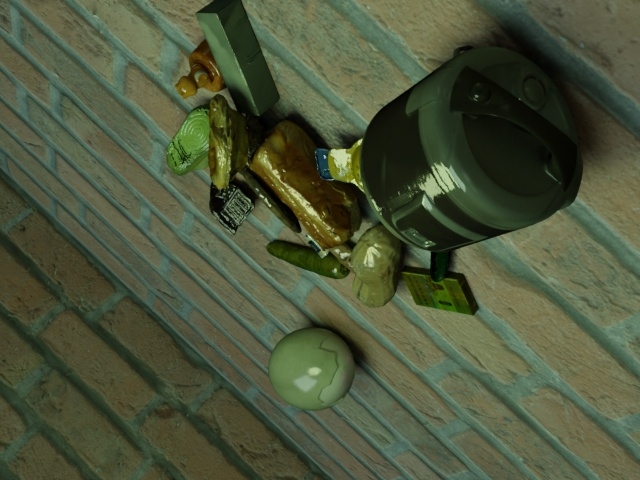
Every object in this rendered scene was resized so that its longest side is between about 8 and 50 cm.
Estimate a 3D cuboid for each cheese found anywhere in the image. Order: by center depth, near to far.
[{"bbox_3d":[0.108,-0.166,1.671,0.270,0.069,0.177,8,128,28],"label":"cheese"}]

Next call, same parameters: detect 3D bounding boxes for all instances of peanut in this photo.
[{"bbox_3d":[0.146,0.077,1.916,0.130,0.130,0.290,29,147,25],"label":"peanut"}]

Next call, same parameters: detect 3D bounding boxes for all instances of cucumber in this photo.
[{"bbox_3d":[0.287,0.001,1.719,0.056,0.056,0.284,29,144,25],"label":"cucumber"}]

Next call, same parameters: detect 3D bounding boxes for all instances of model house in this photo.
[{"bbox_3d":[-0.271,-0.122,2.214,0.165,0.106,0.152,44,153,-8],"label":"model house"}]

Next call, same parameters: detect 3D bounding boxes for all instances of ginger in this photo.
[{"bbox_3d":[0.044,0.006,2.016,0.288,0.075,0.089,49,173,-17],"label":"ginger"}]

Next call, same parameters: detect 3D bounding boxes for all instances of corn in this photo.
[{"bbox_3d":[-0.222,-0.261,1.997,0.086,0.086,0.288,46,153,-3],"label":"corn"}]

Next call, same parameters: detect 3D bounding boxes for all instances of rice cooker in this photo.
[{"bbox_3d":[0.266,-0.148,1.280,0.335,0.335,0.325,50,150,-10],"label":"rice cooker"}]

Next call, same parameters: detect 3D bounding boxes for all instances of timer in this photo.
[{"bbox_3d":[-0.304,-0.412,1.831,0.132,0.152,0.132,32,149,22],"label":"timer"}]

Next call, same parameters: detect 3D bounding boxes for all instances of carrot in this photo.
[{"bbox_3d":[-0.049,0.054,2.199,0.358,0.074,0.074,13,139,45],"label":"carrot"}]

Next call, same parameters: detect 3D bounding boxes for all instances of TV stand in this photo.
[{"bbox_3d":[-0.194,-0.437,1.736,0.088,0.083,0.269,19,143,42],"label":"TV stand"}]

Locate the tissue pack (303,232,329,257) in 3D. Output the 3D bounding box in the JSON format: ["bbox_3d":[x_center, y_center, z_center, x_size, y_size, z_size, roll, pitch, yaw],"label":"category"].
[{"bbox_3d":[0.000,0.000,2.072,0.083,0.062,0.042,45,147,-3],"label":"tissue pack"}]

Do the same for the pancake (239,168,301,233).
[{"bbox_3d":[-0.146,-0.126,1.975,0.286,0.033,0.288,43,-175,-43],"label":"pancake"}]

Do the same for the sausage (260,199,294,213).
[{"bbox_3d":[-0.131,-0.101,2.138,0.129,0.034,0.034,37,150,15],"label":"sausage"}]

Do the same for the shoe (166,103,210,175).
[{"bbox_3d":[-0.344,-0.291,2.067,0.262,0.128,0.140,-41,87,32],"label":"shoe"}]

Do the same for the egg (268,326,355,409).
[{"bbox_3d":[-0.019,0.431,2.436,0.278,0.278,0.336,54,153,-17],"label":"egg"}]

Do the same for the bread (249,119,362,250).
[{"bbox_3d":[-0.029,-0.140,1.844,0.344,0.149,0.195,49,163,-9],"label":"bread"}]

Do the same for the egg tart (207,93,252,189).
[{"bbox_3d":[-0.229,-0.245,1.802,0.241,0.105,0.241,178,90,-76],"label":"egg tart"}]

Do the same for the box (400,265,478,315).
[{"bbox_3d":[0.305,0.129,1.884,0.193,0.030,0.121,6,134,48],"label":"box"}]
